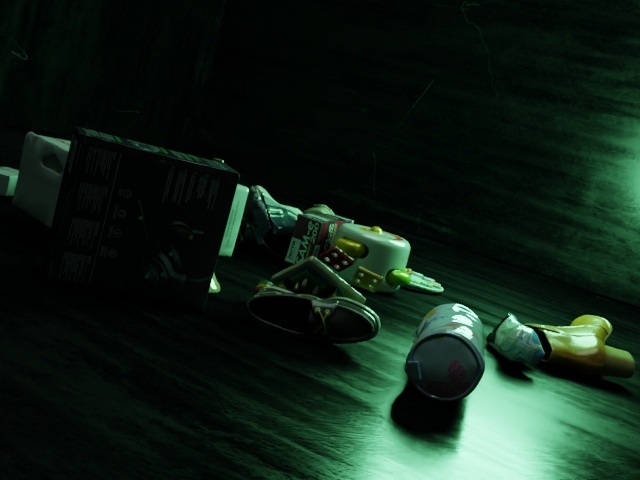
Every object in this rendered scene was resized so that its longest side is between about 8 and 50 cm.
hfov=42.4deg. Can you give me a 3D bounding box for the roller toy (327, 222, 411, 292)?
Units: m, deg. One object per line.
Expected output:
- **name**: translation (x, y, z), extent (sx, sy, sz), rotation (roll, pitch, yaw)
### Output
- **roller toy**: translation (0.119, 0.035, 2.058), extent (0.209, 0.146, 0.191), rotation (13, 8, -12)

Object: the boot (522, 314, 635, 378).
- **boot**: translation (0.536, 0.211, 1.810), extent (0.211, 0.104, 0.295), rotation (15, 12, -8)

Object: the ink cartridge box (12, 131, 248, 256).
- **ink cartridge box**: translation (-0.391, -0.090, 1.700), extent (0.384, 0.161, 0.279), rotation (8, 11, -47)

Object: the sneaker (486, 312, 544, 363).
- **sneaker**: translation (0.402, 0.209, 1.701), extent (0.086, 0.085, 0.237), rotation (42, 5, 0)

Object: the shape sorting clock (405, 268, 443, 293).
- **shape sorting clock**: translation (0.238, 0.097, 2.246), extent (0.206, 0.040, 0.206), rotation (15, 8, -2)

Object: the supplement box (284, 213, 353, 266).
- **supplement box**: translation (0.000, 0.000, 2.133), extent (0.073, 0.130, 0.239), rotation (19, 9, 21)

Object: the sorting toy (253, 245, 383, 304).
- **sorting toy**: translation (-0.006, 0.098, 1.467), extent (0.132, 0.046, 0.274), rotation (40, -37, -19)

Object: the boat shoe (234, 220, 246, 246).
- **boat shoe**: translation (-0.234, -0.014, 2.056), extent (0.079, 0.084, 0.233), rotation (54, 7, 7)

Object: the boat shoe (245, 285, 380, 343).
- **boat shoe**: translation (-0.015, 0.132, 1.390), extent (0.227, 0.081, 0.068), rotation (10, 9, 14)

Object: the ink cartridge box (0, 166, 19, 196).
- **ink cartridge box**: translation (-0.740, -0.140, 1.943), extent (0.088, 0.052, 0.122), rotation (17, 7, 10)

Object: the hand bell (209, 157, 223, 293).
- **hand bell**: translation (-0.220, -0.036, 1.540), extent (0.126, 0.242, 0.126), rotation (15, 7, -2)

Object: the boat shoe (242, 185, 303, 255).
- **boat shoe**: translation (-0.103, -0.014, 2.179), extent (0.158, 0.127, 0.340), rotation (60, 15, 27)

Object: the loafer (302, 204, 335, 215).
- **loafer**: translation (0.000, -0.061, 2.383), extent (0.102, 0.092, 0.268), rotation (50, -15, -3)

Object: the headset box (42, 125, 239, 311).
- **headset box**: translation (-0.290, -0.033, 1.368), extent (0.283, 0.246, 0.131), rotation (12, 9, -22)

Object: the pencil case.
- **pencil case**: translation (0.209, 0.178, 1.363), extent (0.124, 0.114, 0.273), rotation (7, 6, 9)
